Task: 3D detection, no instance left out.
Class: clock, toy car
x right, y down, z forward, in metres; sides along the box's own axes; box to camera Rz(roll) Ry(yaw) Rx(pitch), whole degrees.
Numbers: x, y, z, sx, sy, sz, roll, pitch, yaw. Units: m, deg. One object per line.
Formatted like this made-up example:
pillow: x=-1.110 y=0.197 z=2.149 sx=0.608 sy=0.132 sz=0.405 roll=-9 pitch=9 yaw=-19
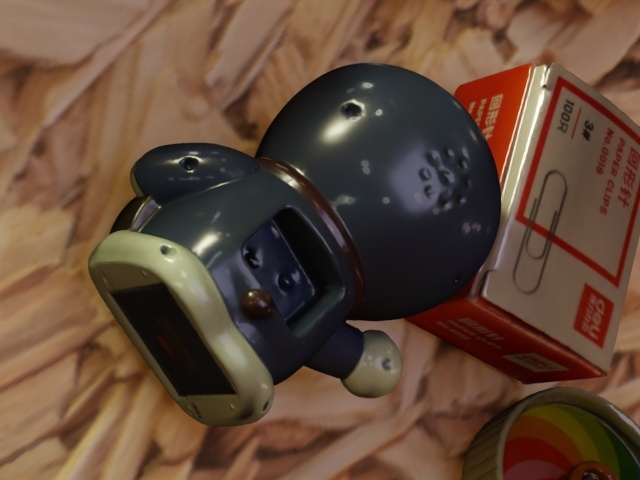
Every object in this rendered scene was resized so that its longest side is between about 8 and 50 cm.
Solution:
clock: x=0.000 y=0.000 z=1.028 sx=0.243 sy=0.146 sz=0.199 roll=-37 pitch=99 yaw=-27
toy car: x=0.190 y=0.200 z=1.145 sx=0.235 sy=0.145 sz=0.235 roll=16 pitch=57 yaw=-27

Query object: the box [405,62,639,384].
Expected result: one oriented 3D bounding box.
box: x=0.143 y=-0.011 z=1.156 sx=0.133 sy=0.099 sz=0.182 roll=32 pitch=65 yaw=-30
